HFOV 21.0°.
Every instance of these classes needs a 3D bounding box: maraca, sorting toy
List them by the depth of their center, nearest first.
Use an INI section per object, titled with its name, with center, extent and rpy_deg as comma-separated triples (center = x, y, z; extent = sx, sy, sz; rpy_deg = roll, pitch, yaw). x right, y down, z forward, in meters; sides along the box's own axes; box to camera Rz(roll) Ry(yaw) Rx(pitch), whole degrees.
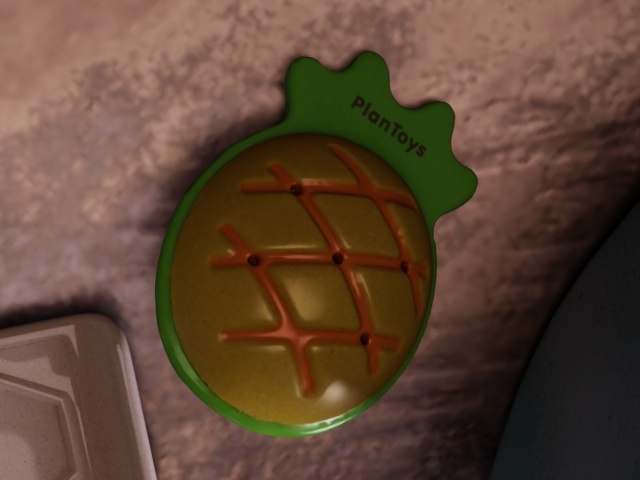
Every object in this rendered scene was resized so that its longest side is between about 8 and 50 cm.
[maraca]
center = 0.000, 0.000, 0.776
extent = 0.127, 0.099, 0.185
rpy_deg = 35, 68, -15
[sorting toy]
center = -0.176, 0.141, 0.809
extent = 0.208, 0.038, 0.193
rpy_deg = -11, 102, -1

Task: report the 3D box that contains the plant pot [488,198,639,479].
[plant pot]
center = 0.208, 0.119, 0.759
extent = 0.247, 0.248, 0.252
rpy_deg = 39, 112, -13
